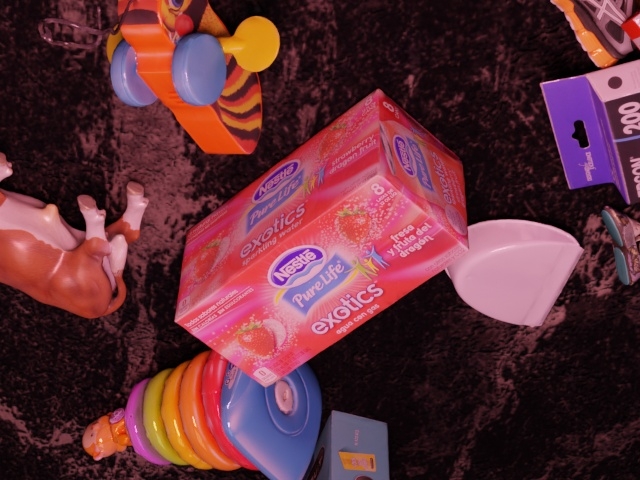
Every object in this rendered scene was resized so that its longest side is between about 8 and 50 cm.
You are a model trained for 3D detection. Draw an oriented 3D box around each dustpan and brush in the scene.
[{"bbox_3d":[0.166,0.019,1.905,0.211,0.060,0.147,8,135,-15],"label":"dustpan and brush"}]

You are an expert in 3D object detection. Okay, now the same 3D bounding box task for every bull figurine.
[{"bbox_3d":[-0.340,-0.020,1.838,0.310,0.101,0.188,22,126,-17],"label":"bull figurine"}]

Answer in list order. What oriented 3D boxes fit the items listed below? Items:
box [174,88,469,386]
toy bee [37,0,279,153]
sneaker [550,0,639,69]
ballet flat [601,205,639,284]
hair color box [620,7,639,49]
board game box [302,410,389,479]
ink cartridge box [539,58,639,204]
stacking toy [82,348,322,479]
[{"bbox_3d":[0.000,0.000,1.820,0.300,0.154,0.142,-35,122,28],"label":"box"},{"bbox_3d":[-0.131,-0.207,1.656,0.195,0.162,0.298,11,163,11],"label":"toy bee"},{"bbox_3d":[0.259,-0.257,1.646,0.083,0.084,0.215,-25,136,22],"label":"sneaker"},{"bbox_3d":[0.339,-0.002,1.894,0.041,0.041,0.114,-13,130,11],"label":"ballet flat"},{"bbox_3d":[0.381,-0.224,1.622,0.167,0.053,0.093,-40,94,-3],"label":"hair color box"},{"bbox_3d":[0.011,0.415,2.052,0.079,0.336,0.254,14,130,-11],"label":"board game box"},{"bbox_3d":[0.344,-0.114,1.751,0.208,0.045,0.206,-13,147,11],"label":"ink cartridge box"},{"bbox_3d":[-0.164,0.208,2.022,0.302,0.175,0.166,-14,136,30],"label":"stacking toy"}]
